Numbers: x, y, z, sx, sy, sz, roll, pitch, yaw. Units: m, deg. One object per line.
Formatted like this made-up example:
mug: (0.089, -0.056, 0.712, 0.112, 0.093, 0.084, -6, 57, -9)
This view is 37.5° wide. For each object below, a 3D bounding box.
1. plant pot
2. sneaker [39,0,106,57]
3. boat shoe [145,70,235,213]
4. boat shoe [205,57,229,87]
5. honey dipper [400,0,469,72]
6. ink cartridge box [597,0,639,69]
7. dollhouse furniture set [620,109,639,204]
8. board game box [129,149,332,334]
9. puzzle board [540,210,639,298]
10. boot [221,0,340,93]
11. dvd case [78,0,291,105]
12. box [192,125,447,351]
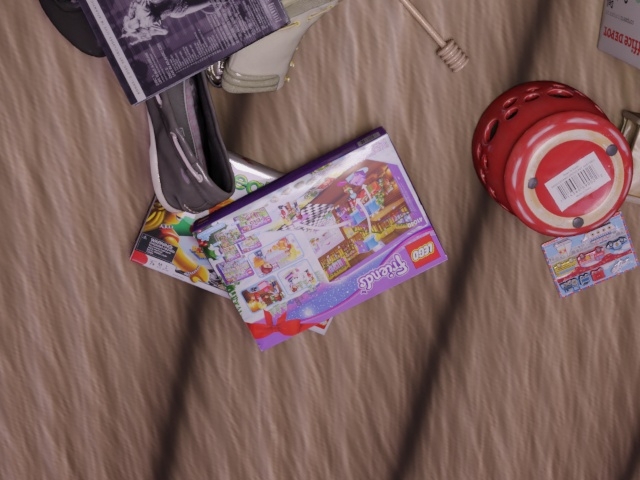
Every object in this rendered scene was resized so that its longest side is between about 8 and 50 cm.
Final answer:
plant pot: (0.314, -0.109, 1.272, 0.191, 0.174, 0.191, -1, 108, -3)
sneaker: (-0.329, -0.355, 1.153, 0.109, 0.130, 0.286, -23, 112, 3)
boat shoe: (-0.179, -0.201, 1.197, 0.095, 0.112, 0.335, -8, 98, 36)
boat shoe: (-0.138, -0.275, 1.239, 0.056, 0.049, 0.152, -11, 112, -1)
honey dipper: (0.137, -0.292, 1.265, 0.030, 0.030, 0.160, -43, 106, 11)
ink cartridge box: (0.448, -0.354, 1.172, 0.117, 0.201, 0.278, 1, 111, -4)
dollhouse furniture set: (0.498, -0.136, 1.294, 0.160, 0.101, 0.182, 13, 107, -2)
board game box: (-0.092, -0.007, 1.341, 0.305, 0.053, 0.193, 22, 106, -12)
puzzle board: (0.405, 0.023, 1.412, 0.128, 0.011, 0.096, -24, 111, 4)
boot: (-0.034, -0.282, 1.222, 0.213, 0.077, 0.165, -29, 154, -34)
dvd case: (-0.167, -0.280, 1.109, 0.221, 0.018, 0.165, -25, 97, 14)
box: (0.000, 0.000, 1.291, 0.293, 0.057, 0.201, -26, 108, 4)
